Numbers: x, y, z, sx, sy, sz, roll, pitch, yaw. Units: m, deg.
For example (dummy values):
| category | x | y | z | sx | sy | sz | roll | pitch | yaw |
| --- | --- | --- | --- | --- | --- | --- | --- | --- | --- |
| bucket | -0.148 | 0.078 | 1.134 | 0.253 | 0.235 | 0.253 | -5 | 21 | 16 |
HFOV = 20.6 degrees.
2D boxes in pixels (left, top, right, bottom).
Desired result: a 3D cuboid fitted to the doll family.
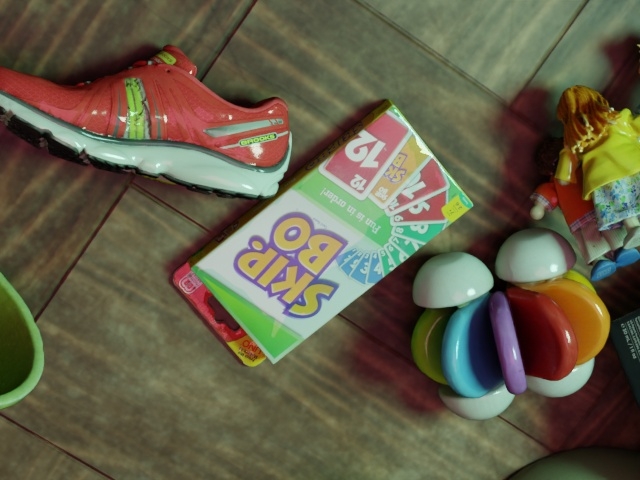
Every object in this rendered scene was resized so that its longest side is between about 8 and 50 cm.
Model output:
| category | x | y | z | sx | sy | sz | roll | pitch | yaw |
| --- | --- | --- | --- | --- | --- | --- | --- | --- | --- |
| doll family | 0.304 | -0.092 | 1.560 | 0.263 | 0.118 | 0.163 | -23 | 69 | -2 |

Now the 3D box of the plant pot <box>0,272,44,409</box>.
| category | x | y | z | sx | sy | sz | roll | pitch | yaw |
| --- | --- | --- | --- | --- | --- | --- | --- | --- | --- |
| plant pot | -0.416 | 0.130 | 1.478 | 0.276 | 0.276 | 0.254 | 32 | 112 | -16 |

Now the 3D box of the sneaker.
| category | x | y | z | sx | sy | sz | roll | pitch | yaw |
| --- | --- | --- | --- | --- | --- | --- | --- | --- | --- |
| sneaker | -0.159 | -0.116 | 1.525 | 0.279 | 0.107 | 0.118 | 14 | 85 | -16 |

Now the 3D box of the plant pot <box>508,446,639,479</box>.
| category | x | y | z | sx | sy | sz | roll | pitch | yaw |
| --- | --- | --- | --- | --- | --- | --- | --- | --- | --- |
| plant pot | 0.282 | 0.352 | 1.641 | 0.284 | 0.191 | 0.284 | -1 | 96 | -9 |

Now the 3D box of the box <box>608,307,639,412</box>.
| category | x | y | z | sx | sy | sz | roll | pitch | yaw |
| --- | --- | --- | --- | --- | --- | --- | --- | --- | --- |
| box | 0.396 | 0.157 | 1.571 | 0.184 | 0.103 | 0.261 | -30 | 70 | 33 |

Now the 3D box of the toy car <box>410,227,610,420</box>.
| category | x | y | z | sx | sy | sz | roll | pitch | yaw |
| --- | --- | --- | --- | --- | --- | --- | --- | --- | --- |
| toy car | 0.175 | 0.087 | 1.599 | 0.182 | 0.136 | 0.159 | -16 | 108 | -4 |

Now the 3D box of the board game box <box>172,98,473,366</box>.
| category | x | y | z | sx | sy | sz | roll | pitch | yaw |
| --- | --- | --- | --- | --- | --- | --- | --- | --- | --- |
| board game box | 0.000 | 0.000 | 1.603 | 0.259 | 0.039 | 0.124 | -38 | 107 | 6 |
